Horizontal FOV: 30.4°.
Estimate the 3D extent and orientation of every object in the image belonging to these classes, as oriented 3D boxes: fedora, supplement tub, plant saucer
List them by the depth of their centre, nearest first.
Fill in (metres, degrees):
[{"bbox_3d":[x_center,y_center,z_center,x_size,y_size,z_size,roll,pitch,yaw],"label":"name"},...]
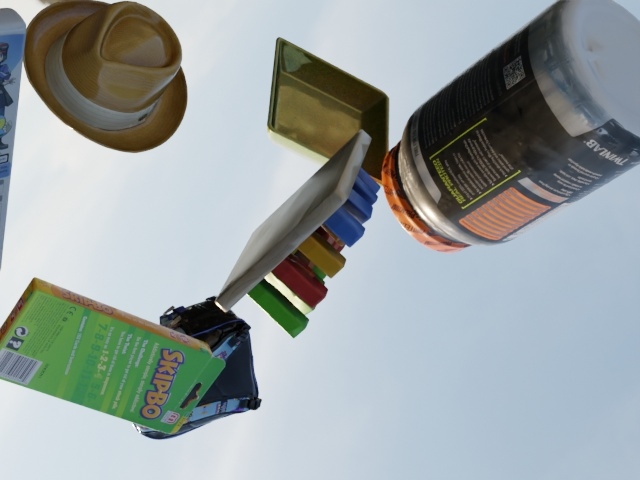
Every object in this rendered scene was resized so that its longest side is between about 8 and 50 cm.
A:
[{"bbox_3d":[-0.200,-0.182,1.182,0.079,0.194,0.194,-37,-154,42],"label":"fedora"},{"bbox_3d":[0.239,-0.125,1.409,0.338,0.207,0.207,-34,-153,44],"label":"supplement tub"},{"bbox_3d":[0.004,-0.163,1.595,0.045,0.188,0.188,-46,-151,40],"label":"plant saucer"}]

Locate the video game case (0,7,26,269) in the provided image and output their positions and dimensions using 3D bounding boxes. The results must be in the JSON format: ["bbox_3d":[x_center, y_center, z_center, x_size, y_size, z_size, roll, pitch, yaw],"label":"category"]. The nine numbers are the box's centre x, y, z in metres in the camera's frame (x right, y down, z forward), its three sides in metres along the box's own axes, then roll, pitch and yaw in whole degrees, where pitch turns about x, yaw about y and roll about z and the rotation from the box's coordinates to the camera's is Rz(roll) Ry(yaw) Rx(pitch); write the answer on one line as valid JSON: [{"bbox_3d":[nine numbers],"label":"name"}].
[{"bbox_3d":[-0.428,-0.053,1.033,0.036,0.329,0.300,48,-44,34],"label":"video game case"}]

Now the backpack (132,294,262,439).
[{"bbox_3d":[-0.177,0.167,1.513,0.173,0.158,0.117,-21,-145,-21],"label":"backpack"}]

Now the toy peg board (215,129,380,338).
[{"bbox_3d":[0.000,0.000,1.089,0.160,0.079,0.161,-42,-169,24],"label":"toy peg board"}]

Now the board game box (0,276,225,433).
[{"bbox_3d":[-0.245,0.139,1.359,0.124,0.259,0.039,-53,-148,16],"label":"board game box"}]
